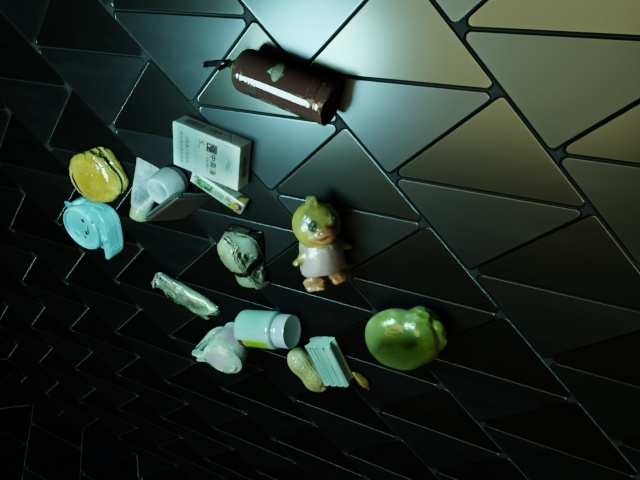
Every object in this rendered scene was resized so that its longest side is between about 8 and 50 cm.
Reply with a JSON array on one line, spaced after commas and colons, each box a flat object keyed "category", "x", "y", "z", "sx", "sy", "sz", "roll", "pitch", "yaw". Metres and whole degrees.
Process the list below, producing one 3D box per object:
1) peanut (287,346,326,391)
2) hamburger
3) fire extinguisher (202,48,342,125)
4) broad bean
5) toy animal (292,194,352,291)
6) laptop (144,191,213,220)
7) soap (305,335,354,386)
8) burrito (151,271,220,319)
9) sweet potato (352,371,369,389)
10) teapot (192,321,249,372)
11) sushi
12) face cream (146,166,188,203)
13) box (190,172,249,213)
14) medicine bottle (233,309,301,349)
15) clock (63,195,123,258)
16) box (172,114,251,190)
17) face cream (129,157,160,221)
[{"category": "peanut", "x": -0.051, "y": 0.501, "z": 1.806, "sx": 0.098, "sy": 0.090, "sz": 0.214, "roll": -26, "pitch": 106, "yaw": 46}, {"category": "hamburger", "x": -0.804, "y": -0.234, "z": 1.707, "sx": 0.214, "sy": 0.108, "sz": 0.214, "roll": 11, "pitch": 124, "yaw": 17}, {"category": "fire extinguisher", "x": -0.121, "y": -0.400, "z": 1.192, "sx": 0.337, "sy": 0.135, "sz": 0.114, "roll": 25, "pitch": 125, "yaw": 13}, {"category": "broad bean", "x": 0.264, "y": 0.304, "z": 1.479, "sx": 0.238, "sy": 0.119, "sz": 0.291, "roll": 33, "pitch": 134, "yaw": -8}, {"category": "toy animal", "x": -0.002, "y": -0.004, "z": 1.392, "sx": 0.169, "sy": 0.195, "sz": 0.281, "roll": 49, "pitch": 153, "yaw": 48}, {"category": "laptop", "x": -0.476, "y": -0.114, "z": 1.585, "sx": 0.207, "sy": 0.154, "sz": 0.026, "roll": -25, "pitch": 80, "yaw": 39}, {"category": "soap", "x": 0.035, "y": 0.449, "z": 1.739, "sx": 0.114, "sy": 0.063, "sz": 0.198, "roll": -7, "pitch": 118, "yaw": 34}, {"category": "burrito", "x": -0.544, "y": 0.224, "z": 1.902, "sx": 0.309, "sy": 0.066, "sz": 0.096, "roll": 29, "pitch": 128, "yaw": 5}, {"category": "sweet potato", "x": 0.153, "y": 0.518, "z": 1.742, "sx": 0.095, "sy": 0.034, "sz": 0.034, "roll": 45, "pitch": 131, "yaw": -10}, {"category": "teapot", "x": -0.374, "y": 0.427, "z": 1.882, "sx": 0.221, "sy": 0.178, "sz": 0.163, "roll": -30, "pitch": 111, "yaw": 38}, {"category": "sushi", "x": -0.268, "y": 0.090, "z": 1.627, "sx": 0.134, "sy": 0.109, "sz": 0.273, "roll": 11, "pitch": 127, "yaw": 23}, {"category": "face cream", "x": -0.510, "y": -0.184, "z": 1.574, "sx": 0.117, "sy": 0.104, "sz": 0.117, "roll": 14, "pitch": 126, "yaw": 20}, {"category": "box", "x": -0.328, "y": -0.164, "z": 1.530, "sx": 0.207, "sy": 0.041, "sz": 0.050, "roll": 35, "pitch": 134, "yaw": 4}, {"category": "medicine bottle", "x": -0.198, "y": 0.328, "z": 1.734, "sx": 0.225, "sy": 0.139, "sz": 0.139, "roll": -2, "pitch": 120, "yaw": 30}, {"category": "clock", "x": -0.931, "y": -0.060, "z": 1.900, "sx": 0.274, "sy": 0.094, "sz": 0.223, "roll": 19, "pitch": 127, "yaw": 15}, {"category": "box", "x": -0.334, "y": -0.268, "z": 1.445, "sx": 0.243, "sy": 0.067, "sz": 0.155, "roll": 24, "pitch": 132, "yaw": 13}, {"category": "face cream", "x": -0.626, "y": -0.177, "z": 1.684, "sx": 0.114, "sy": 0.070, "sz": 0.224, "roll": 29, "pitch": 119, "yaw": 8}]
